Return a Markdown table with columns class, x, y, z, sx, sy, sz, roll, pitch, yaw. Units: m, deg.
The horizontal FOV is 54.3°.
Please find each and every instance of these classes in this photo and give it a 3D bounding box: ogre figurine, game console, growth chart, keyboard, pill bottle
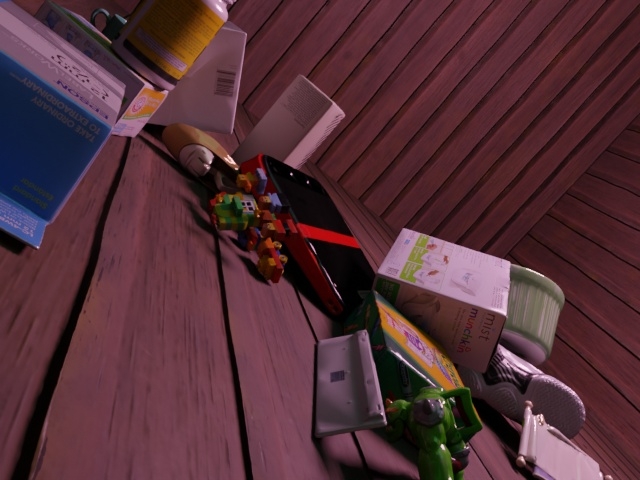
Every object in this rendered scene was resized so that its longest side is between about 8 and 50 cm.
| class | x | y | z | sx | sy | sz | roll | pitch | yaw |
| --- | --- | --- | --- | --- | --- | --- | --- | --- | --- |
| ogre figurine | 0.120 | 0.214 | 0.643 | 0.197 | 0.097 | 0.118 | 8 | 73 | -59 |
| game console | 0.000 | 0.000 | 1.237 | 0.341 | 0.060 | 0.386 | 61 | 15 | 13 |
| growth chart | 0.440 | 0.418 | 1.109 | 0.237 | 0.021 | 0.172 | 42 | 40 | 0 |
| keyboard | 0.030 | 0.160 | 0.736 | 0.256 | 0.072 | 0.014 | -88 | 162 | -78 |
| pill bottle | -0.224 | -0.355 | 0.995 | 0.119 | 0.208 | 0.119 | 40 | 9 | -7 |

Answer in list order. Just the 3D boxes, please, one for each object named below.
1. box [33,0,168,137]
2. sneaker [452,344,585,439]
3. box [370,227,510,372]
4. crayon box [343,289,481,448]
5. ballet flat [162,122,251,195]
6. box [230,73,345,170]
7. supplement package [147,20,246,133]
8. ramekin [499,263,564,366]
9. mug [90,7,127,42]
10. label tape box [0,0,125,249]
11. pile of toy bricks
| class | x | y | z | sx | sy | sz | roll | pitch | yaw |
| --- | --- | --- | --- | --- | --- | --- | --- | --- | --- |
| box | -0.368 | -0.271 | 1.008 | 0.203 | 0.103 | 0.114 | 41 | 9 | -1 |
| sneaker | 0.356 | 0.279 | 1.308 | 0.366 | 0.137 | 0.210 | 33 | -4 | 11 |
| box | 0.226 | 0.097 | 1.170 | 0.231 | 0.126 | 0.262 | 18 | 23 | 11 |
| crayon box | 0.122 | 0.186 | 0.919 | 0.165 | 0.081 | 0.278 | 40 | 9 | -7 |
| ballet flat | -0.192 | -0.128 | 1.149 | 0.232 | 0.080 | 0.073 | 37 | 21 | -21 |
| box | -0.082 | -0.214 | 1.359 | 0.113 | 0.275 | 0.094 | 45 | 10 | 17 |
| supplement package | -0.277 | -0.356 | 1.273 | 0.198 | 0.199 | 0.262 | 5 | 22 | -17 |
| ramekin | 0.394 | 0.181 | 1.437 | 0.304 | 0.148 | 0.303 | 14 | -26 | 7 |
| mug | -0.487 | -0.482 | 1.534 | 0.158 | 0.097 | 0.129 | 42 | 10 | 9 |
| label tape box | -0.331 | -0.159 | 0.608 | 0.249 | 0.115 | 0.347 | 37 | 9 | -25 |
| pile of toy bricks | -0.122 | -0.036 | 0.969 | 0.105 | 0.118 | 0.212 | -2 | 41 | -26 |
